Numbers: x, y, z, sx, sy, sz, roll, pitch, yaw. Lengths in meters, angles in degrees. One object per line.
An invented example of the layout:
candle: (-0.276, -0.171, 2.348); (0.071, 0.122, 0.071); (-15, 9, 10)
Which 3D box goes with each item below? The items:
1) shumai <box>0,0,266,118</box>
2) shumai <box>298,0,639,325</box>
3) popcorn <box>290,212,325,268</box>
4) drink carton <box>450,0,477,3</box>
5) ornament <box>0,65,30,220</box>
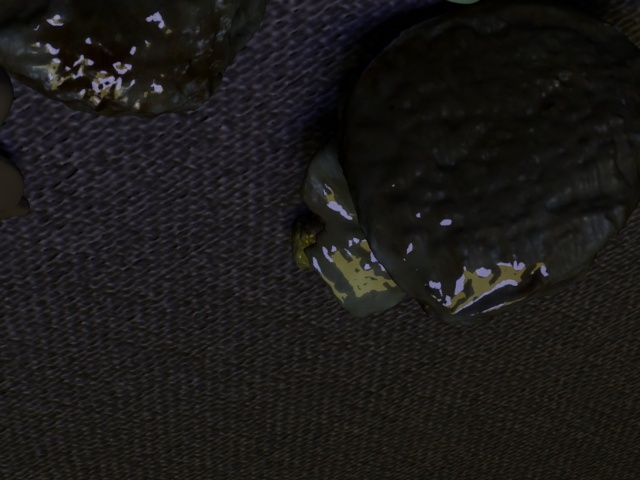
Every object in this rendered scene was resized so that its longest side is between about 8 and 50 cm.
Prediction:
shumai: (-0.121, -0.225, 1.155); (0.272, 0.222, 0.203); (-49, 179, -39)
shumai: (0.148, -0.051, 1.558); (0.330, 0.292, 0.288); (-31, 161, -16)
popcorn: (-0.003, 0.000, 1.749); (0.068, 0.059, 0.083); (-46, 173, -2)
drink carton: (0.130, -0.266, 1.291); (0.144, 0.146, 0.142); (13, 148, -39)
ornament: (-0.339, -0.076, 1.450); (0.245, 0.061, 0.230); (1, 145, -35)
